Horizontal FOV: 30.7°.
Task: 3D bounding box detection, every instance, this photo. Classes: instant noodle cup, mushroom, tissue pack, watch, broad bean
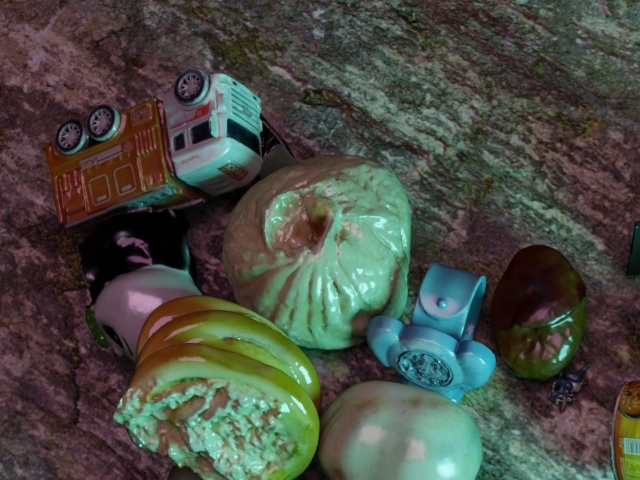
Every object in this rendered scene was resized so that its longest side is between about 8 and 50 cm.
[{"bbox_3d":[0.536,0.295,1.734,0.174,0.213,0.213,1,62,30],"label":"instant noodle cup"},{"bbox_3d":[0.119,0.345,1.797,0.254,0.234,0.260,0,17,-25],"label":"mushroom"},{"bbox_3d":[-0.130,-0.190,2.157,0.090,0.103,0.170,-41,63,-5],"label":"tissue pack"},{"bbox_3d":[0.198,0.142,1.899,0.211,0.211,0.193,16,52,17],"label":"watch"},{"bbox_3d":[0.357,0.116,1.907,0.156,0.122,0.228,6,60,13],"label":"broad bean"}]

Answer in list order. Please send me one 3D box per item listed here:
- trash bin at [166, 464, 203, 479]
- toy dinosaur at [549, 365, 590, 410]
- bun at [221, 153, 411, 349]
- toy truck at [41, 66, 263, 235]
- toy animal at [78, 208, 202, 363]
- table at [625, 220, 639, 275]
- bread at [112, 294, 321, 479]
[{"bbox_3d":[-0.169,0.494,1.799,0.243,0.121,0.247,13,63,16],"label":"trash bin"},{"bbox_3d":[0.404,0.234,1.888,0.047,0.030,0.083,29,72,21],"label":"toy dinosaur"},{"bbox_3d":[0.000,0.000,1.966,0.352,0.227,0.349,-34,61,-11],"label":"bun"},{"bbox_3d":[-0.288,-0.141,2.063,0.388,0.173,0.206,-19,67,23],"label":"toy truck"},{"bbox_3d":[-0.301,0.097,1.975,0.213,0.212,0.266,-16,55,1],"label":"toy animal"},{"bbox_3d":[0.655,0.087,1.832,0.282,0.196,0.250,-10,63,4],"label":"table"},{"bbox_3d":[-0.132,0.217,1.784,0.316,0.211,0.270,33,35,-12],"label":"bread"}]
